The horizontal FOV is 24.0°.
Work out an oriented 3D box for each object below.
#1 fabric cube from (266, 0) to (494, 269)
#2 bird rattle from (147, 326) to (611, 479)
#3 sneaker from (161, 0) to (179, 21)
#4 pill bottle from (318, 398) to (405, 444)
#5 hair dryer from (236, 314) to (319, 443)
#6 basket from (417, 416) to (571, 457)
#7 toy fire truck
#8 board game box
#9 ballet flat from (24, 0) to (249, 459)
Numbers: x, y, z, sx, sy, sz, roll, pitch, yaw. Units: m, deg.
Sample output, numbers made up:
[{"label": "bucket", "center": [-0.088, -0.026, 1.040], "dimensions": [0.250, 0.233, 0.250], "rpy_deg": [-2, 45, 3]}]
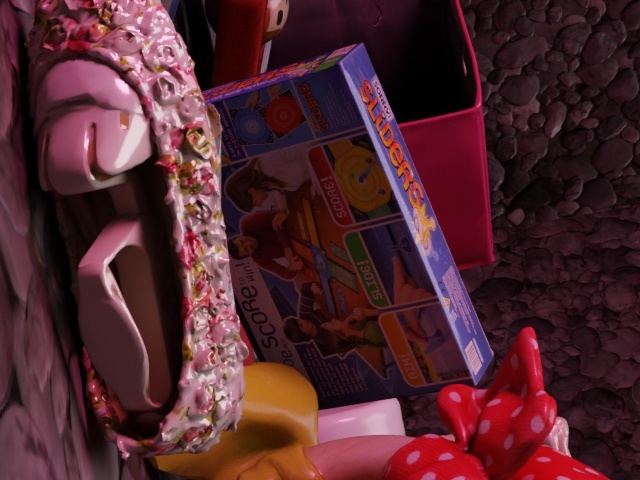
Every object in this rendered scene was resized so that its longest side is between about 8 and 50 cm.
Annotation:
[{"label": "fabric cube", "center": [0.044, -0.124, 1.670], "dimensions": [0.258, 0.259, 0.254], "rpy_deg": [76, 4, -50]}, {"label": "bird rattle", "center": [0.023, 0.153, 0.792], "dimensions": [0.207, 0.253, 0.143], "rpy_deg": [-57, 142, -49]}, {"label": "sneaker", "center": [-0.113, -0.113, 0.814], "dimensions": [0.053, 0.059, 0.144], "rpy_deg": [56, -31, 37]}, {"label": "pill bottle", "center": [0.017, 0.243, 1.176], "dimensions": [0.131, 0.131, 0.229], "rpy_deg": [-13, 93, -87]}, {"label": "hair dryer", "center": [-0.048, 0.080, 1.020], "dimensions": [0.223, 0.080, 0.294], "rpy_deg": [-91, 171, -73]}, {"label": "basket", "center": [0.114, 0.352, 1.389], "dimensions": [0.328, 0.266, 0.331], "rpy_deg": [71, 11, -75]}, {"label": "toy fire truck", "center": [-0.056, -0.234, 1.348], "dimensions": [0.302, 0.169, 0.254], "rpy_deg": [-88, -174, -70]}, {"label": "board game box", "center": [0.000, 0.000, 0.864], "dimensions": [0.035, 0.136, 0.201], "rpy_deg": [-47, 119, -53]}, {"label": "ballet flat", "center": [-0.087, -0.011, 0.681], "dimensions": [0.077, 0.091, 0.241], "rpy_deg": [-32, 110, -62]}]
